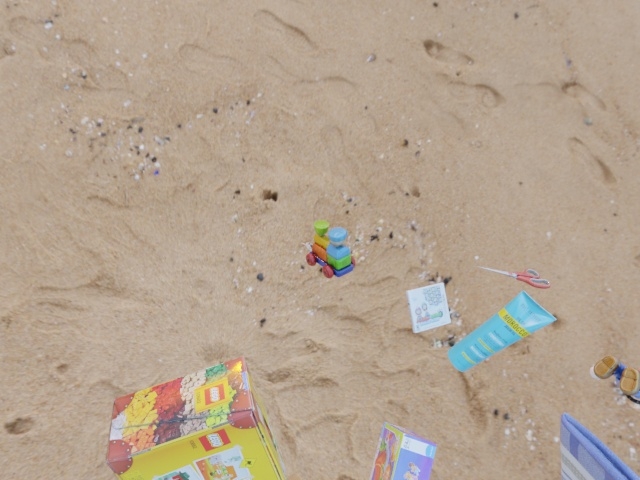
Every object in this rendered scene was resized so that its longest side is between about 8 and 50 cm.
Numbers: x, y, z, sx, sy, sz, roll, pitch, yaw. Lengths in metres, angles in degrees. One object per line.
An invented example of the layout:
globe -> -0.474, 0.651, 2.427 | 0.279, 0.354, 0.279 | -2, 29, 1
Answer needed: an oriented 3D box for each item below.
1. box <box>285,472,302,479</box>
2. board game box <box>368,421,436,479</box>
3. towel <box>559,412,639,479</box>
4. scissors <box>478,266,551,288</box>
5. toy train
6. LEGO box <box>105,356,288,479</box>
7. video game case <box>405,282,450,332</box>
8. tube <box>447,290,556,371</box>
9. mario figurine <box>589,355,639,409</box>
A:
box -> -0.081, 0.530, 0.838 | 0.164, 0.201, 0.021 | -29, 92, -22
board game box -> 0.158, 0.617, 1.025 | 0.078, 0.233, 0.347 | 18, 73, 2
towel -> 0.410, 0.387, 0.597 | 0.034, 0.209, 0.285 | -26, 122, -7
scissors -> 0.726, 0.134, 1.658 | 0.297, 0.021, 0.109 | 6, 35, -22
toy train -> 0.000, 0.000, 1.374 | 0.105, 0.143, 0.248 | -23, 36, -29
LEGO box -> -0.320, 0.621, 1.287 | 0.372, 0.500, 0.193 | -17, 35, -8
video game case -> 0.369, 0.228, 1.520 | 0.157, 0.019, 0.143 | -9, 88, -26
tube -> 0.339, 0.182, 0.862 | 0.080, 0.207, 0.052 | 39, 31, -5
mario figurine -> 1.011, 0.489, 1.438 | 0.320, 0.170, 0.198 | 26, 42, -30
